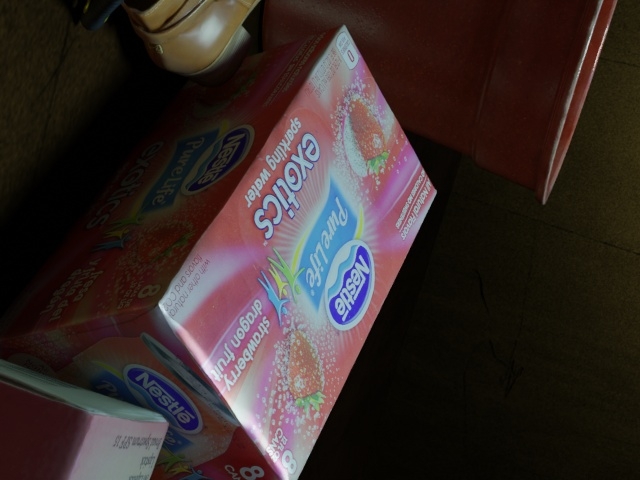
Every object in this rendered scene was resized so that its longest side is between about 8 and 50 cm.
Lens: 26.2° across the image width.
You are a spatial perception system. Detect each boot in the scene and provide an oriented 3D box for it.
[{"bbox_3d":[-0.060,-0.199,0.859,0.152,0.073,0.197,40,67,-74],"label":"boot"}]

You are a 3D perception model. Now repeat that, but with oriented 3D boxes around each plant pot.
[{"bbox_3d":[0.107,-0.200,1.170,0.272,0.265,0.272,19,90,-79],"label":"plant pot"}]

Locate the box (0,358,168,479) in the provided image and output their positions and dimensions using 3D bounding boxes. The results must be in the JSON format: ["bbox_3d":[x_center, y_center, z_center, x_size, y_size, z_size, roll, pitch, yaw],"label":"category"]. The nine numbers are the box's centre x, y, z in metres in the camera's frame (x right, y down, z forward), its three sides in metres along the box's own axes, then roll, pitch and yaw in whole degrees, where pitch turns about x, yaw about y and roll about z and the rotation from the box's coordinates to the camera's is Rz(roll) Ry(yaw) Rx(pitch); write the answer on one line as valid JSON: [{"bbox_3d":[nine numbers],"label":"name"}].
[{"bbox_3d":[-0.186,0.176,0.693,0.148,0.127,0.232,47,62,-78],"label":"box"}]

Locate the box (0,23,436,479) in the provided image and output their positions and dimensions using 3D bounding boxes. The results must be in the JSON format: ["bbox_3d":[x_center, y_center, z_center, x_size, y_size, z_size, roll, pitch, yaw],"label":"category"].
[{"bbox_3d":[-0.054,0.013,0.887,0.154,0.142,0.300,59,38,-25],"label":"box"}]

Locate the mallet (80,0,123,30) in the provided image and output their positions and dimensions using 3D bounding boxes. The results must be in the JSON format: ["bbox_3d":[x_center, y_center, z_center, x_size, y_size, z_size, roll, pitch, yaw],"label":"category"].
[{"bbox_3d":[-0.090,-0.145,0.693,0.062,0.039,0.189,-68,-161,-6],"label":"mallet"}]
